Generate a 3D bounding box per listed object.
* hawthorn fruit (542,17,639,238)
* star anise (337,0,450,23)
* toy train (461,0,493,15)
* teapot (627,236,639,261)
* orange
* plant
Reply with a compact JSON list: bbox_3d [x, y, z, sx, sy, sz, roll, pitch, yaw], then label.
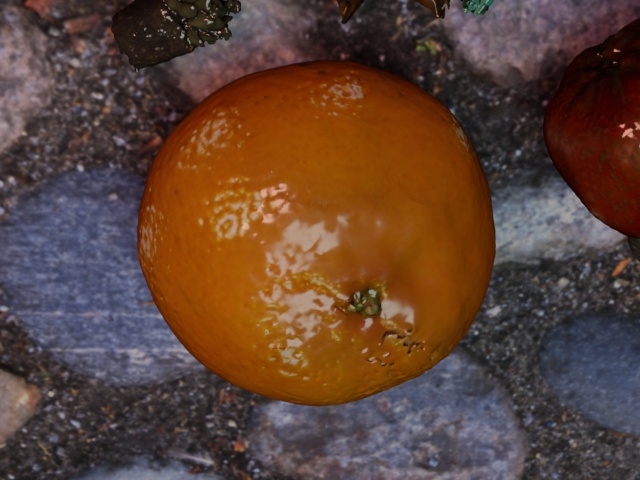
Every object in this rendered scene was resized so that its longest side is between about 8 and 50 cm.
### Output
[{"bbox_3d":[0.418,-0.117,1.905,0.254,0.254,0.300,-39,124,11],"label":"hawthorn fruit"},{"bbox_3d":[0.103,-0.381,1.723,0.237,0.148,0.346,44,109,14],"label":"star anise"},{"bbox_3d":[0.202,-0.305,1.866,0.045,0.029,0.092,16,121,-39],"label":"toy train"},{"bbox_3d":[0.470,0.020,2.077,0.111,0.108,0.149,-5,121,-8],"label":"teapot"},{"bbox_3d":[0.000,0.000,1.825,0.423,0.326,0.424,-7,123,-10],"label":"orange"},{"bbox_3d":[-0.161,-0.251,1.777,0.143,0.092,0.094,-28,116,14],"label":"plant"}]
